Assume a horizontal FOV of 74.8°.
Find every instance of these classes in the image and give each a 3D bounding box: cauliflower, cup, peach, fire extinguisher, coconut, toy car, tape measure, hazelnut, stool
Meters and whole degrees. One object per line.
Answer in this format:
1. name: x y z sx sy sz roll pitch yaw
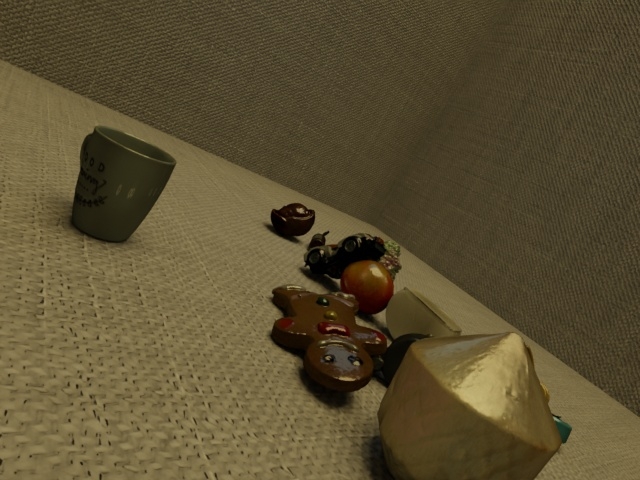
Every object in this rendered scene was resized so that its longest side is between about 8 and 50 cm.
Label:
1. cauliflower: 0.262 0.116 1.922 0.239 0.256 0.315 30 -20 18
2. cup: -0.508 -0.148 1.014 0.258 0.234 0.186 36 13 24
3. peach: 0.166 0.171 1.465 0.198 0.197 0.197 28 11 -6
4. fire extinguisher: 0.000 0.000 1.984 0.071 0.099 0.231 51 11 -6
5. coconut: 0.263 0.302 0.741 0.329 0.328 0.329 28 11 -6
6. toy car: 0.097 0.056 1.556 0.193 0.301 0.117 31 43 -50
7. tape measure: 0.688 0.558 1.276 0.146 0.080 0.125 29 -6 -16
8. hazelnut: -0.129 -0.098 1.914 0.202 0.160 0.170 16 -9 -36
9. stool: 0.224 0.300 1.075 0.228 0.153 0.139 32 12 14

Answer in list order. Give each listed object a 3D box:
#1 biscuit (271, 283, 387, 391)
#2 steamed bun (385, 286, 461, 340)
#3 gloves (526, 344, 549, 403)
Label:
1. biscuit: 0.024 0.209 1.016 0.283 0.064 0.432 9 15 -9
2. steamed bun: 0.326 0.281 1.382 0.242 0.164 0.146 43 16 34
3. gloves: 0.651 0.433 1.337 0.294 0.116 0.133 56 11 -38
